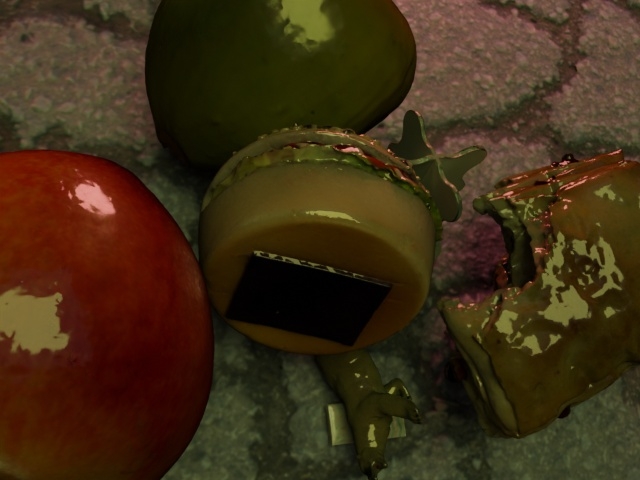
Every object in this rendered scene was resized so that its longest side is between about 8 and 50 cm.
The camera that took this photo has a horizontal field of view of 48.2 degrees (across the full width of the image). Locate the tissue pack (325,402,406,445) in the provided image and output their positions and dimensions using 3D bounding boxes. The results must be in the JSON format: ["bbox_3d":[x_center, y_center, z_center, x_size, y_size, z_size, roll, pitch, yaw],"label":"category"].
[{"bbox_3d":[0.061,0.245,0.971,0.108,0.023,0.056,-3,73,-17],"label":"tissue pack"}]

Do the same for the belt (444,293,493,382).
[{"bbox_3d":[0.308,0.071,1.066,0.126,0.094,0.359,39,68,-7],"label":"belt"}]

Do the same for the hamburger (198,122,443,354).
[{"bbox_3d":[0.000,0.000,0.841,0.301,0.300,0.176,12,46,-14],"label":"hamburger"}]

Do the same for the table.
[{"bbox_3d":[0.124,-0.063,0.978,0.167,0.198,0.166,6,61,-11],"label":"table"}]

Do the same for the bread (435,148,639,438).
[{"bbox_3d":[0.322,0.051,0.923,0.370,0.191,0.314,-21,86,-22],"label":"bread"}]

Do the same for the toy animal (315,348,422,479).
[{"bbox_3d":[0.058,0.196,0.936,0.101,0.103,0.218,-28,65,-1],"label":"toy animal"}]

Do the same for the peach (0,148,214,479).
[{"bbox_3d":[-0.283,0.087,0.734,0.389,0.388,0.387,5,72,-16],"label":"peach"}]

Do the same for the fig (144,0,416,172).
[{"bbox_3d":[-0.063,-0.231,0.923,0.344,0.343,0.343,5,72,-16],"label":"fig"}]
